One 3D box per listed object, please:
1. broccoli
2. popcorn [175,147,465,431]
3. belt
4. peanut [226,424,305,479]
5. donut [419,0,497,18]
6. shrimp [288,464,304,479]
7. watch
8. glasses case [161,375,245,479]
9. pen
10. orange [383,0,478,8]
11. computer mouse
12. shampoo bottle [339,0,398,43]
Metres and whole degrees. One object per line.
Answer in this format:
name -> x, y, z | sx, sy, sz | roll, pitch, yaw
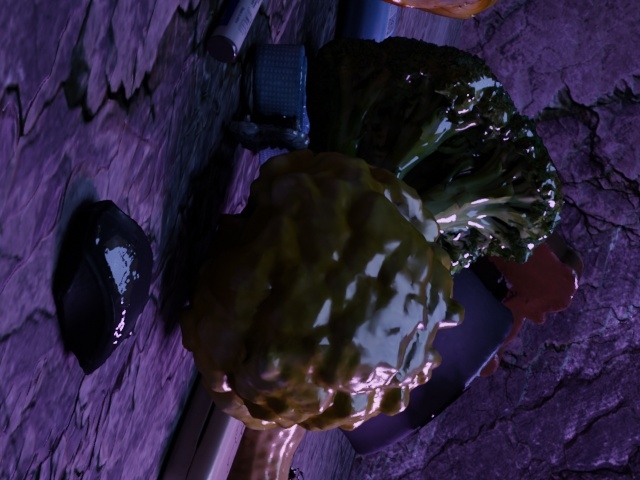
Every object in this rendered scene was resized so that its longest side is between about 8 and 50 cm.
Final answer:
broccoli -> 0.098, -0.066, 1.477 | 0.275, 0.308, 0.308 | -59, 162, -50
popcorn -> -0.006, 0.046, 1.211 | 0.225, 0.249, 0.249 | -3, -110, 65
belt -> -0.036, -0.100, 1.269 | 0.179, 0.065, 0.100 | 84, 12, -67
peanut -> -0.069, 0.223, 1.496 | 0.103, 0.098, 0.229 | -13, 122, -58
donut -> 0.198, -0.458, 1.875 | 0.360, 0.170, 0.360 | 16, 90, -80
shrimp -> -0.065, 0.316, 1.876 | 0.082, 0.076, 0.174 | -33, 169, -7
watch -> 0.125, 0.105, 1.848 | 0.335, 0.314, 0.327 | -35, -170, 49
glasses case -> -0.100, 0.174, 1.350 | 0.083, 0.050, 0.196 | 96, 11, -58
pen -> -0.047, -0.214, 1.119 | 0.025, 0.025, 0.204 | 95, 11, -49
orange -> 0.100, -0.316, 1.202 | 0.240, 0.240, 0.240 | 14, 90, -82
computer mouse -> -0.131, 0.032, 0.898 | 0.135, 0.047, 0.079 | 99, 10, -46
shampoo bottle -> 0.058, -0.260, 1.625 | 0.104, 0.061, 0.258 | -65, 167, -55
